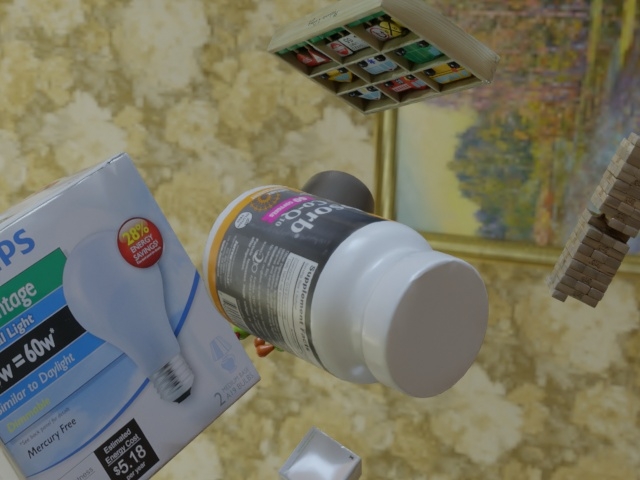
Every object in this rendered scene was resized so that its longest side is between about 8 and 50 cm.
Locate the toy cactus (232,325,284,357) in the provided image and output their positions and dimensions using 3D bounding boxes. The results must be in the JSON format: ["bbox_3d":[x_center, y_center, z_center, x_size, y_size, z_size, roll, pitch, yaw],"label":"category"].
[{"bbox_3d":[-0.049,0.125,1.903,0.180,0.219,0.112,-51,-64,-81],"label":"toy cactus"}]

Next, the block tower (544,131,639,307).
[{"bbox_3d":[0.546,-0.033,2.067,0.336,0.097,0.091,-63,4,15],"label":"block tower"}]

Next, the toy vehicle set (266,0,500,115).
[{"bbox_3d":[0.067,-0.222,1.306,0.166,0.267,0.035,29,-106,-25],"label":"toy vehicle set"}]

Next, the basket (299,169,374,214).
[{"bbox_3d":[0.000,0.000,1.774,0.204,0.154,0.227,39,-141,-15],"label":"basket"}]

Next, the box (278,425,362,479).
[{"bbox_3d":[0.001,0.379,1.786,0.101,0.102,0.087,-51,-19,-21],"label":"box"}]

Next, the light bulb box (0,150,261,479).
[{"bbox_3d":[-0.334,0.137,1.413,0.358,0.225,0.361,-40,-74,-38],"label":"light bulb box"}]

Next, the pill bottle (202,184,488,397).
[{"bbox_3d":[0.020,0.047,1.080,0.162,0.278,0.162,-13,-69,-37],"label":"pill bottle"}]
